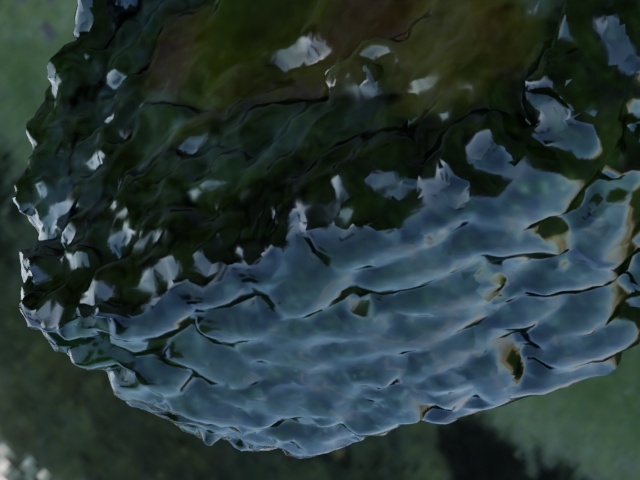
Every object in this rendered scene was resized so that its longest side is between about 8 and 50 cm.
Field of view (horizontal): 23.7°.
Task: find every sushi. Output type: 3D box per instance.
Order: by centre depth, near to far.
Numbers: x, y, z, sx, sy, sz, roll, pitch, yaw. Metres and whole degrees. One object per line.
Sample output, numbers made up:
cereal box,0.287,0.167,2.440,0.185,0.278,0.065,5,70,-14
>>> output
sushi,0.025,-0.063,0.747,0.351,0.294,0.178,-19,141,26
